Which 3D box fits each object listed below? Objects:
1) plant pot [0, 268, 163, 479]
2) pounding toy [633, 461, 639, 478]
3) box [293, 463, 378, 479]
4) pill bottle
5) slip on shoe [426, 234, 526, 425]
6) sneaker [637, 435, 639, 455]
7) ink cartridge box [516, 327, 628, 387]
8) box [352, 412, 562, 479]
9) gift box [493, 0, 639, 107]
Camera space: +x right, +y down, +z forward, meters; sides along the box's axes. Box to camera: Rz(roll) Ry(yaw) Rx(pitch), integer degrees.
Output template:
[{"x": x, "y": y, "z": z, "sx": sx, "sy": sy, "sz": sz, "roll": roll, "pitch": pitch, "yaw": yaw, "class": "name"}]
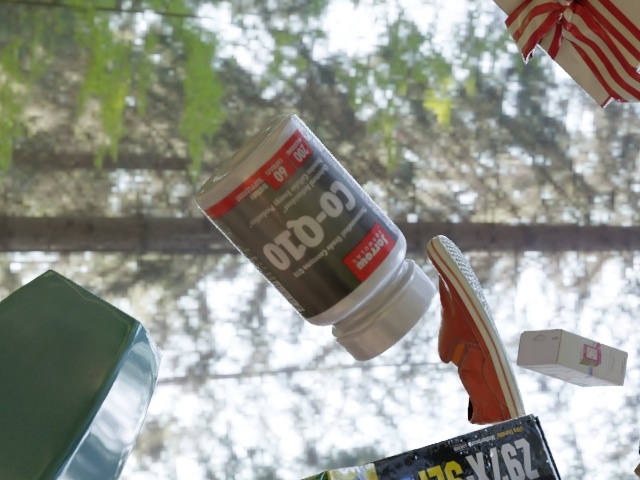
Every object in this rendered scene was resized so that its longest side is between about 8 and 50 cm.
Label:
[{"x": -0.257, "y": 0.158, "z": 1.079, "sx": 0.234, "sy": 0.166, "sz": 0.165, "roll": -57, "pitch": 164, "yaw": -18, "class": "plant pot"}, {"x": 0.436, "y": 0.265, "z": 1.270, "sx": 0.100, "sy": 0.130, "sz": 0.141, "roll": -50, "pitch": -149, "yaw": -9, "class": "pounding toy"}, {"x": -0.018, "y": 0.214, "z": 0.975, "sx": 0.179, "sy": 0.105, "sz": 0.043, "roll": 30, "pitch": 42, "yaw": -71, "class": "box"}, {"x": 0.000, "y": 0.000, "z": 1.456, "sx": 0.283, "sy": 0.161, "sz": 0.161, "roll": 47, "pitch": -26, "yaw": -11, "class": "pill bottle"}, {"x": 0.221, "y": 0.147, "z": 1.845, "sx": 0.123, "sy": 0.101, "sz": 0.331, "roll": -87, "pitch": 156, "yaw": -67, "class": "slip on shoe"}, {"x": 0.412, "y": 0.146, "z": 1.008, "sx": 0.090, "sy": 0.270, "sz": 0.144, "roll": -33, "pitch": 133, "yaw": -69, "class": "sneaker"}, {"x": 0.342, "y": 0.161, "z": 1.650, "sx": 0.088, "sy": 0.122, "sz": 0.052, "roll": -15, "pitch": -122, "yaw": 60, "class": "ink cartridge box"}, {"x": 0.141, "y": 0.326, "z": 1.191, "sx": 0.079, "sy": 0.322, "sz": 0.257, "roll": -33, "pitch": -109, "yaw": 42, "class": "box"}, {"x": 0.352, "y": -0.315, "z": 1.329, "sx": 0.276, "sy": 0.258, "sz": 0.255, "roll": 45, "pitch": -27, "yaw": 14, "class": "gift box"}]
